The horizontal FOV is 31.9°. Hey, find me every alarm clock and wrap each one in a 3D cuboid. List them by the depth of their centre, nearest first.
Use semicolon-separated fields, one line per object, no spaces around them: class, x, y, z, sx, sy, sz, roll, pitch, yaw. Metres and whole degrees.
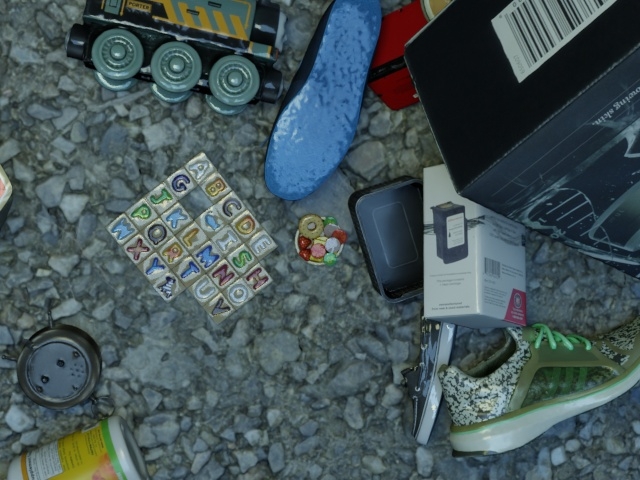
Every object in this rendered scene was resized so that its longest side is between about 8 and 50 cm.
alarm clock;-0.398;0.214;1.771;0.129;0.064;0.192;-45;103;0

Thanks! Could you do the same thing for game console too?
game console;0.141;-0.289;1.756;0.144;0.085;0.124;-19;134;36

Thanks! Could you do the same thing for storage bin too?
storage bin;0.128;-0.004;1.796;0.122;0.084;0.180;-18;100;-5

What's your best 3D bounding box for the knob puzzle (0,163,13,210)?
knob puzzle;-0.519;-0.074;1.521;0.213;0.030;0.213;0;92;-10

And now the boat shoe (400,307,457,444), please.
boat shoe;0.170;0.219;1.838;0.076;0.080;0.229;13;100;13

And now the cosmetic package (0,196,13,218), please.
cosmetic package;-0.665;-0.061;1.623;0.385;0.217;0.156;24;92;-12

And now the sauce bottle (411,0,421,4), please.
sauce bottle;0.182;-0.534;1.722;0.111;0.111;0.345;0;101;-7

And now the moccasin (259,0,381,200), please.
moccasin;0.013;-0.219;1.739;0.137;0.117;0.342;27;90;-9

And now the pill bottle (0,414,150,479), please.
pill bottle;-0.403;0.382;1.751;0.245;0.136;0.136;-23;100;-4

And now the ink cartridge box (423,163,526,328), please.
ink cartridge box;0.240;0.009;1.731;0.100;0.172;0.237;-6;77;33

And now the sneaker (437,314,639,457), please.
sneaker;0.364;0.192;1.801;0.410;0.158;0.182;-26;96;-16

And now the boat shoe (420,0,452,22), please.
boat shoe;0.397;-0.369;1.708;0.500;0.156;0.187;-1;92;-25

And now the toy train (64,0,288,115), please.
toy train;-0.210;-0.308;1.693;0.333;0.142;0.190;11;86;-9

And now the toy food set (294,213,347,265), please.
toy food set;0.000;0.000;1.812;0.082;0.020;0.083;12;95;-9

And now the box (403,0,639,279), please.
box;0.462;-0.230;1.524;0.471;0.297;0.480;20;131;-39

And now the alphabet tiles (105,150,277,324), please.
alphabet tiles;-0.193;0.010;1.795;0.198;0.009;0.237;-38;100;-1
